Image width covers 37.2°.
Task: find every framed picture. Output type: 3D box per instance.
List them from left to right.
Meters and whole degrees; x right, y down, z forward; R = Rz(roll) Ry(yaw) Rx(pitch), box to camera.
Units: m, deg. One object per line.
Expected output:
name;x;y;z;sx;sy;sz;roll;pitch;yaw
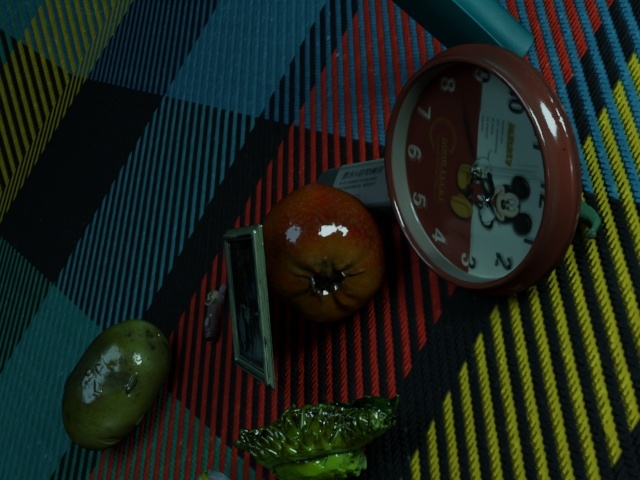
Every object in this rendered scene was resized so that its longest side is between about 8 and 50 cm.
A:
framed picture;-0.113;0.093;1.425;0.296;0.019;0.232;173;92;-76

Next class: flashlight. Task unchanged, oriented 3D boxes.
flashlight;-0.191;0.128;1.682;0.052;0.031;0.110;-30;42;35

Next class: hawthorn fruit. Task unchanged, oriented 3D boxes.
hawthorn fruit;0.000;0.000;1.402;0.196;0.196;0.225;-42;31;23

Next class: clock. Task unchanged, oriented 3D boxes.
clock;0.199;-0.086;1.190;0.318;0.080;0.318;22;117;51

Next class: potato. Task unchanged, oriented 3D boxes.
potato;-0.372;0.257;1.712;0.228;0.148;0.197;-42;50;18

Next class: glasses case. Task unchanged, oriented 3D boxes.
glasses case;0.167;-0.346;1.358;0.117;0.301;0.070;10;70;56

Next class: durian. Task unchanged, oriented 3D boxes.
durian;-0.010;0.266;1.247;0.375;0.132;0.106;-23;34;49

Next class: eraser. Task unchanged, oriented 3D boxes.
eraser;0.112;-0.079;1.431;0.352;0.061;0.089;-5;60;51

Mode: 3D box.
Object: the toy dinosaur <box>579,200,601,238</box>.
toy dinosaur;0.278;-0.103;1.224;0.292;0.079;0.120;36;98;46

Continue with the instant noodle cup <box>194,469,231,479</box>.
instant noodle cup;-0.138;0.405;1.246;0.153;0.205;0.205;-53;32;-6
